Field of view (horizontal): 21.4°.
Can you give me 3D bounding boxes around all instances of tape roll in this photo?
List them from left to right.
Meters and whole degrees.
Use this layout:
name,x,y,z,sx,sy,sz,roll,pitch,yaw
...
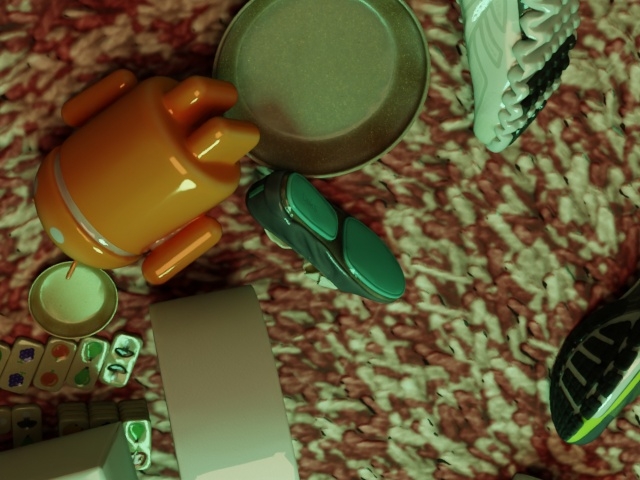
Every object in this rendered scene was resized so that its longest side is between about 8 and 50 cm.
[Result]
name,x,y,z,sx,sy,sz,roll,pitch,yaw
tape roll,-0.083,0.187,1.540,0.100,0.286,0.286,-11,118,-6

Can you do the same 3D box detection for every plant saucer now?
name,x,y,z,sx,sy,sz,roll,pitch,yaw
plant saucer,-0.232,0.053,1.593,0.083,0.015,0.083,-4,117,-9
plant saucer,-0.001,-0.152,1.524,0.199,0.036,0.198,-5,117,-9

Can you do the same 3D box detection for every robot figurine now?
name,x,y,z,sx,sy,sz,roll,pitch,yaw
robot figurine,-0.158,-0.056,1.477,0.219,0.128,0.158,-34,114,22

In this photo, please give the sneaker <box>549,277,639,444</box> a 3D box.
name,x,y,z,sx,sy,sz,roll,pitch,yaw
sneaker,0.349,0.099,1.687,0.121,0.111,0.300,33,108,-28

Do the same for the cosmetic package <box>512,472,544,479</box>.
name,x,y,z,sx,sy,sz,roll,pitch,yaw
cosmetic package,0.205,0.371,1.755,0.117,0.085,0.231,40,73,-25

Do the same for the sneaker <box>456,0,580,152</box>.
name,x,y,z,sx,sy,sz,roll,pitch,yaw
sneaker,0.166,-0.212,1.500,0.118,0.110,0.292,24,132,20

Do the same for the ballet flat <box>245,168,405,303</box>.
name,x,y,z,sx,sy,sz,roll,pitch,yaw
ballet flat,0.000,0.000,1.585,0.074,0.074,0.203,-41,132,10

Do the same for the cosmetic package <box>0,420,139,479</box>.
name,x,y,z,sx,sy,sz,roll,pitch,yaw
cosmetic package,-0.340,0.318,1.582,0.366,0.155,0.196,-14,100,2

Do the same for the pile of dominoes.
name,x,y,z,sx,sy,sz,roll,pitch,yaw
pile of dominoes,-0.290,0.185,1.635,0.251,0.040,0.196,-2,117,-11
